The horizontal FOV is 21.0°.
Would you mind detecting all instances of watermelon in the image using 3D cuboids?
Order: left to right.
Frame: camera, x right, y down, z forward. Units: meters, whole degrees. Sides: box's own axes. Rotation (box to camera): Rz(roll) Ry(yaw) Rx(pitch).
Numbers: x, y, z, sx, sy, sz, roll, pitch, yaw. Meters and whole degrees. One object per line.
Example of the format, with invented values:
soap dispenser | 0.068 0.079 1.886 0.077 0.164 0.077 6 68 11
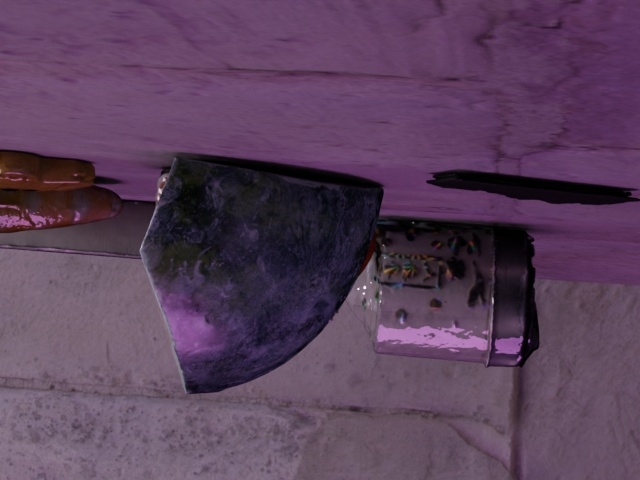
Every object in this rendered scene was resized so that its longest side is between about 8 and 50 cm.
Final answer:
watermelon | -0.092 0.021 1.756 0.319 0.290 0.213 -11 -141 -46

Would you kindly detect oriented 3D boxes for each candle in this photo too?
candle | 0.126 0.063 2.258 0.330 0.188 0.187 5 177 3

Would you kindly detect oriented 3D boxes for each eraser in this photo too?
eraser | -0.272 -0.013 2.289 0.352 0.077 0.111 4 176 -6

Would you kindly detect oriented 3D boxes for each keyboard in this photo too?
keyboard | 0.202 -0.049 1.635 0.196 0.015 0.074 5 173 -20

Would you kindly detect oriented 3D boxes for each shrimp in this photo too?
shrimp | -0.379 -0.044 1.942 0.317 0.077 0.168 2 180 -17

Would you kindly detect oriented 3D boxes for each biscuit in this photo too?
biscuit | -0.347 -0.071 1.754 0.225 0.036 0.166 6 178 -24

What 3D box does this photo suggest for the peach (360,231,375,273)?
peach | 0.006 0.004 2.063 0.151 0.151 0.118 6 -140 -36
